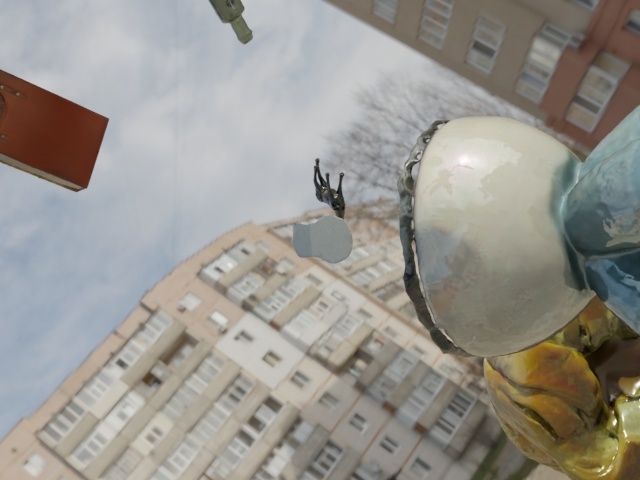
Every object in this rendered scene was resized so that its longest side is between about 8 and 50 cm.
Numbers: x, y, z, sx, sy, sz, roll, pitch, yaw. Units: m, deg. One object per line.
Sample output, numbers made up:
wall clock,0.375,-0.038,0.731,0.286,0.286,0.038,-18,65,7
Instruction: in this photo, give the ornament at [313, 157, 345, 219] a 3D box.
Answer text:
ornament,0.016,-0.052,1.167,0.028,0.073,0.125,-26,-56,-22

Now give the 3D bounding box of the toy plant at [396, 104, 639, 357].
toy plant,0.262,-0.013,0.673,0.247,0.332,0.247,11,-104,-54

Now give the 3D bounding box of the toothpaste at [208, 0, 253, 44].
toothpaste,-0.162,-0.373,1.058,0.037,0.255,0.067,-16,27,34

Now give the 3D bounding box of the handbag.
handbag,-0.438,-0.168,1.244,0.190,0.063,0.127,23,-108,-34

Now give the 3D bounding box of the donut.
donut,0.417,0.202,1.210,0.360,0.360,0.170,-51,10,-18

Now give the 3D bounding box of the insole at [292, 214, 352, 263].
insole,0.000,0.000,1.099,0.004,0.065,0.197,-12,2,-24
